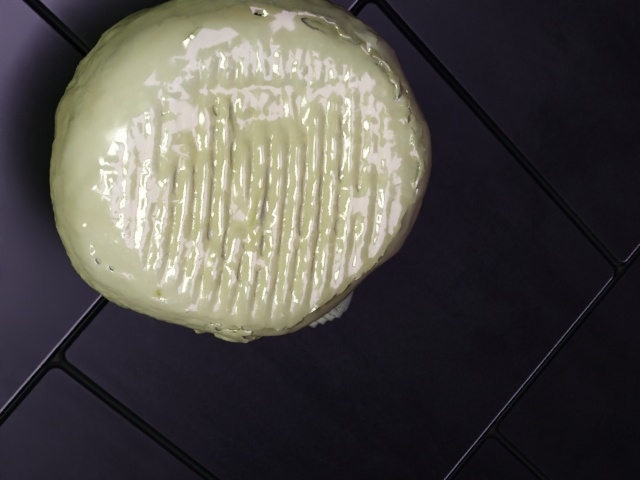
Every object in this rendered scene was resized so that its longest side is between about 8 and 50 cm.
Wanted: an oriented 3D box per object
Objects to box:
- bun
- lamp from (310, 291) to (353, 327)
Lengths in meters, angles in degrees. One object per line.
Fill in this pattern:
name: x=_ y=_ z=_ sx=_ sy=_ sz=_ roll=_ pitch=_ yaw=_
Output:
bun: x=-0.078 y=-0.076 z=1.420 sx=0.359 sy=0.211 sz=0.360 roll=-1 pitch=94 yaw=-15
lamp: x=0.000 y=0.000 z=1.555 sx=0.106 sy=0.106 sz=0.193 roll=25 pitch=84 yaw=-31
